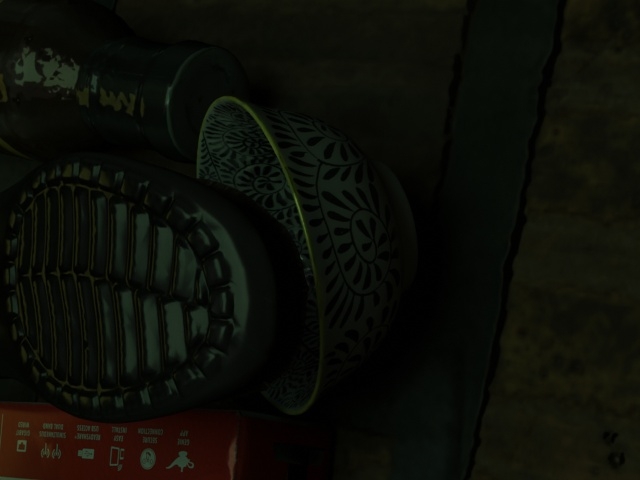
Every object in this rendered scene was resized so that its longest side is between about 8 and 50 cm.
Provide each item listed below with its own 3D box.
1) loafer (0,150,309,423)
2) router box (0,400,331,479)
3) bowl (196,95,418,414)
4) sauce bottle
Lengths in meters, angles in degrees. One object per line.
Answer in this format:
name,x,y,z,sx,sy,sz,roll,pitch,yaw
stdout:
loafer,-0.114,0.021,0.864,0.366,0.130,0.133,2,91,53
router box,-0.158,0.246,0.906,0.336,0.082,0.301,-3,77,37
bowl,0.000,0.000,0.828,0.170,0.080,0.170,166,90,-69
sauce bottle,-0.193,-0.107,1.002,0.344,0.111,0.111,14,88,41
